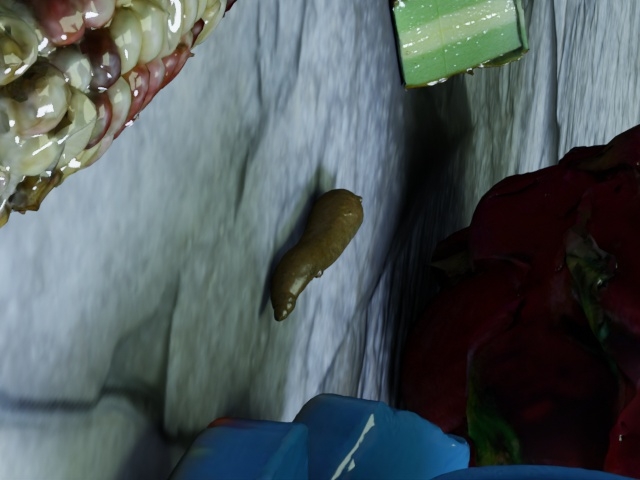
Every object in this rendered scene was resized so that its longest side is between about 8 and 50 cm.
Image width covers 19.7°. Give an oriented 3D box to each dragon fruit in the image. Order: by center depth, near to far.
[{"bbox_3d":[0.205,0.081,1.063,0.329,0.329,0.329,6,90,-74],"label":"dragon fruit"}]

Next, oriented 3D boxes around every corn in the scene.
[{"bbox_3d":[-0.048,-0.108,0.513,0.290,0.098,0.098,-62,153,-46],"label":"corn"}]

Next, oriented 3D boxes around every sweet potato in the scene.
[{"bbox_3d":[0.000,0.000,0.840,0.115,0.026,0.026,-53,145,-57],"label":"sweet potato"}]

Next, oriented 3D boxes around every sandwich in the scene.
[{"bbox_3d":[0.060,-0.151,1.024,0.074,0.074,0.116,78,-8,-45],"label":"sandwich"}]

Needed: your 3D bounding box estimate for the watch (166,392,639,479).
[{"bbox_3d":[0.068,0.187,0.690,0.305,0.274,0.241,-55,147,-50],"label":"watch"}]
